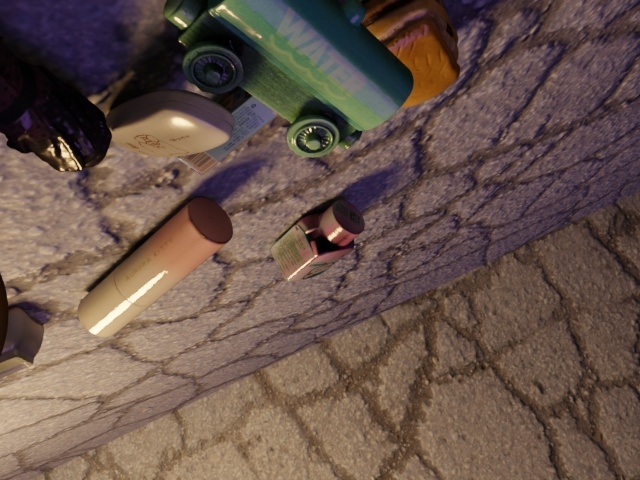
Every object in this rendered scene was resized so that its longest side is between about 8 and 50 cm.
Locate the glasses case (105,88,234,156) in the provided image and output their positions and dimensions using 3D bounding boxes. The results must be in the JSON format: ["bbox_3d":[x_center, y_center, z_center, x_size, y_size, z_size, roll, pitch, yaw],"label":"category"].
[{"bbox_3d":[-0.161,-0.118,0.648,0.074,0.049,0.194,22,168,-39],"label":"glasses case"}]

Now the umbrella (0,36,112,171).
[{"bbox_3d":[-0.280,-0.132,0.508,0.094,0.090,0.326,-25,163,7],"label":"umbrella"}]

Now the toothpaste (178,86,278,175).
[{"bbox_3d":[-0.091,-0.163,0.755,0.193,0.070,0.044,-33,132,23],"label":"toothpaste"}]

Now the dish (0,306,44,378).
[{"bbox_3d":[-0.588,0.203,1.069,0.213,0.077,0.151,-22,162,-14],"label":"dish"}]

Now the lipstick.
[{"bbox_3d":[-0.281,0.051,1.039,0.327,0.087,0.087,-36,160,29],"label":"lipstick"}]

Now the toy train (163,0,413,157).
[{"bbox_3d":[-0.021,-0.180,0.609,0.159,0.101,0.248,-30,137,31],"label":"toy train"}]

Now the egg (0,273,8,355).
[{"bbox_3d":[-0.457,0.074,0.534,0.283,0.282,0.351,-36,154,30],"label":"egg"}]

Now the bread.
[{"bbox_3d":[0.112,-0.239,0.779,0.116,0.077,0.200,-23,164,19],"label":"bread"}]

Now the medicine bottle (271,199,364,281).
[{"bbox_3d":[0.000,0.000,1.266,0.119,0.094,0.188,-10,157,-46],"label":"medicine bottle"}]
